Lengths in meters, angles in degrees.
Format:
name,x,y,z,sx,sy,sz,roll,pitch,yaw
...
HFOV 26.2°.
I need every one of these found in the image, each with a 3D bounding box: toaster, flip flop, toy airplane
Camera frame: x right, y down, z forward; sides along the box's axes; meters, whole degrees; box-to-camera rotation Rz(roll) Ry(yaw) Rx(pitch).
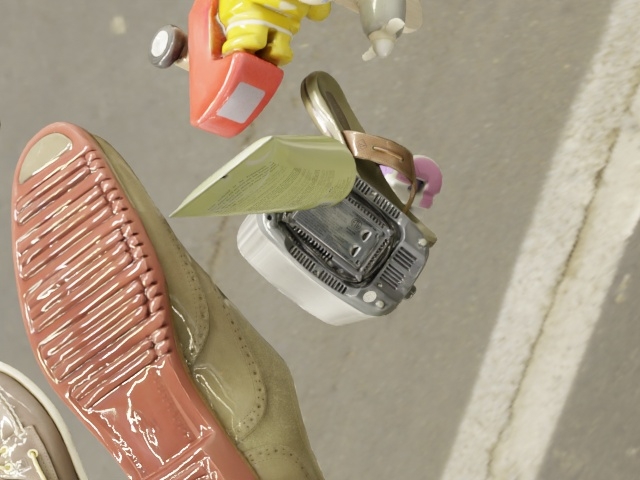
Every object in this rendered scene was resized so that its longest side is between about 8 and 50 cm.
name,x,y,z,sx,sy,sz,roll,pitch,yaw
toaster,0.000,0.000,1.529,0.227,0.129,0.146,37,158,-6
flip flop,0.070,-0.110,1.748,0.080,0.112,0.277,-35,71,19
toy airplane,-0.049,-0.364,1.735,0.272,0.386,0.384,15,131,53

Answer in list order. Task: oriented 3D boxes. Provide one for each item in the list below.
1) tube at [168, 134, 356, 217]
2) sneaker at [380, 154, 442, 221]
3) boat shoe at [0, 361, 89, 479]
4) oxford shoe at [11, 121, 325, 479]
name,x,y,z,sx,sy,sz,roll,pitch,yaw
tube,-0.033,-0.051,1.031,0.062,0.240,0.070,14,98,16
sneaker,0.077,-0.020,1.878,0.104,0.095,0.236,41,110,54
boat shoe,-0.352,0.294,1.670,0.116,0.097,0.324,-41,77,36
oxford shoe,-0.100,0.078,0.938,0.123,0.130,0.348,-28,83,35
